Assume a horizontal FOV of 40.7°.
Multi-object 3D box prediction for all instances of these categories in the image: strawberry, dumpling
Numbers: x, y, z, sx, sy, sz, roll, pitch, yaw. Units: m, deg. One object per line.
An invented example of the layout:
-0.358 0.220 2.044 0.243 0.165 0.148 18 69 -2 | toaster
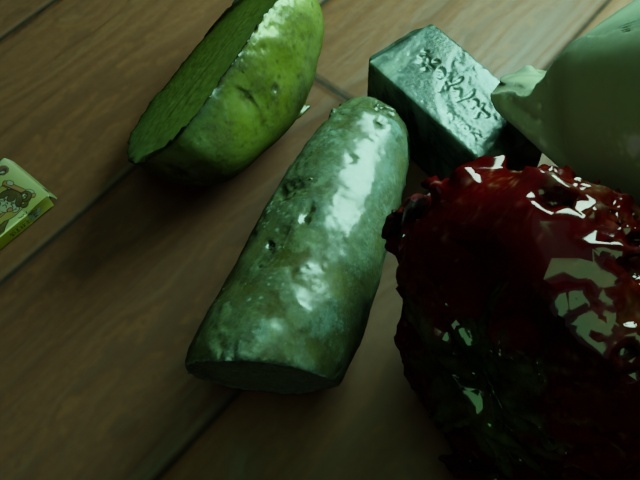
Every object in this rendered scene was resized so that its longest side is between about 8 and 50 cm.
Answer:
0.175 0.054 0.662 0.220 0.274 0.274 -26 61 -29 | strawberry
0.344 -0.119 0.684 0.316 0.233 0.395 -21 16 -39 | dumpling

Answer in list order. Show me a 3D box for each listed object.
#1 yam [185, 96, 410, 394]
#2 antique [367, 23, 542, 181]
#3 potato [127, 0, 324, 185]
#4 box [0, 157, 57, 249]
0.000 0.000 0.773 0.133 0.133 0.330 16 56 10 | yam
0.127 -0.125 0.858 0.088 0.086 0.183 -35 65 -18 | antique
-0.075 -0.147 0.860 0.111 0.160 0.271 41 63 -25 | potato
-0.337 -0.015 0.844 0.073 0.020 0.149 36 66 20 | box
